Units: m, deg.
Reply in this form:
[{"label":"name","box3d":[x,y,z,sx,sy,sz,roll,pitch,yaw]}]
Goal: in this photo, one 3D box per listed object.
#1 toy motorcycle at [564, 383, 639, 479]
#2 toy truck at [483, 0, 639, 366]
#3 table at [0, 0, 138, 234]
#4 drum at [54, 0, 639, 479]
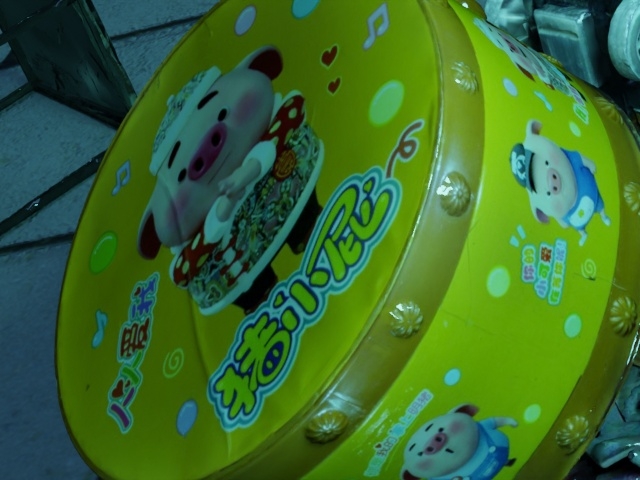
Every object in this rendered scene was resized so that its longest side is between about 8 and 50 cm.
[{"label":"toy motorcycle","box3d":[0.216,0.187,1.429,0.213,0.082,0.122,-40,24,0]},{"label":"toy truck","box3d":[0.287,-0.085,1.507,0.207,0.387,0.173,-33,31,-25]},{"label":"table","box3d":[-0.431,-0.184,2.356,0.272,0.222,0.335,-35,31,-20]},{"label":"drum","box3d":[0.012,0.022,1.345,0.431,0.214,0.431,-31,45,37]}]
